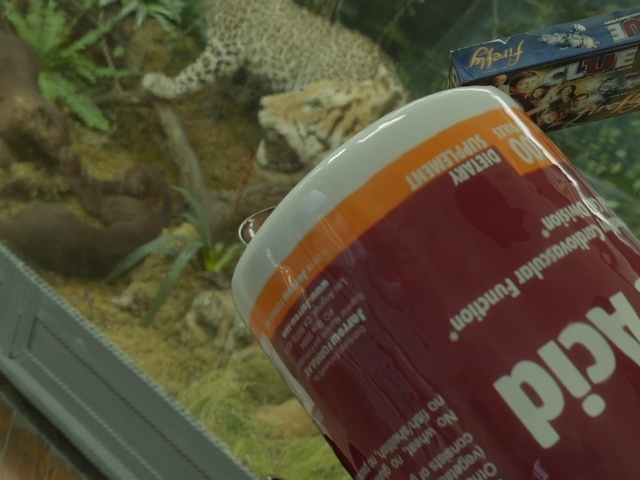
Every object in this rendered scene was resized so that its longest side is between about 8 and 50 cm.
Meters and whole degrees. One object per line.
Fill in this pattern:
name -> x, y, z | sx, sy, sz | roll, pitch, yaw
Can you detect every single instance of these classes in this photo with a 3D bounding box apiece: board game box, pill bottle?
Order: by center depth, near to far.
pill bottle -> 0.141, 0.121, 0.539 | 0.224, 0.224, 0.392 | -13, 60, -51
board game box -> 0.261, -0.175, 1.021 | 0.243, 0.165, 0.042 | -14, 67, 0

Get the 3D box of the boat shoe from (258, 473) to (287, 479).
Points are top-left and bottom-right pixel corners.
boat shoe -> 0.045, 0.320, 0.795 | 0.324, 0.116, 0.123 | 36, 9, -8

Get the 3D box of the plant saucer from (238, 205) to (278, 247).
plant saucer -> 0.000, 0.000, 1.128 | 0.198, 0.036, 0.199 | -1, 23, 0
